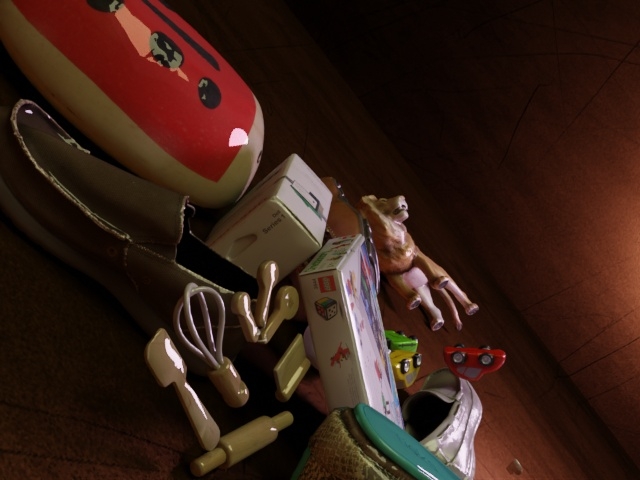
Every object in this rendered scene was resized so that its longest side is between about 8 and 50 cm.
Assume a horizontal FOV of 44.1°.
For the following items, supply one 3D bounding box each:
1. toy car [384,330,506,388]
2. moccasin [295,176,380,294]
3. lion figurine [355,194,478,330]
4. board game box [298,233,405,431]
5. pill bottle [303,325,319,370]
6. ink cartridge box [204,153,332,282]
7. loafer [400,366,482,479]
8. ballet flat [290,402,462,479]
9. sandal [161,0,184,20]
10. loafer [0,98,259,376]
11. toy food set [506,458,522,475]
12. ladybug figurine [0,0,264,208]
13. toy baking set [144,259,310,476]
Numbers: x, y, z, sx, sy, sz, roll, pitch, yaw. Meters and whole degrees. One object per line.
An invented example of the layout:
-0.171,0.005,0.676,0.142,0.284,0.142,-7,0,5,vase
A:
0.150,0.191,1.289,0.239,0.053,0.225,0,6,-24,toy car
0.000,-0.003,1.273,0.380,0.147,0.139,-116,-166,-58,moccasin
0.202,0.060,1.753,0.240,0.142,0.392,52,0,34,lion figurine
0.047,0.160,0.970,0.193,0.053,0.305,-46,125,-74,board game box
0.037,0.142,1.162,0.086,0.086,0.152,53,17,10,pill bottle
-0.075,-0.013,1.070,0.092,0.160,0.219,47,17,-12,ink cartridge box
0.182,0.271,1.222,0.111,0.112,0.319,57,16,-10,loafer
0.167,0.352,0.867,0.483,0.182,0.164,31,9,-16,ballet flat
-0.267,-0.337,1.387,0.167,0.107,0.446,43,2,-2,sandal
-0.191,-0.020,0.827,0.366,0.130,0.134,45,17,-19,loafer
0.350,0.478,1.316,0.218,0.071,0.128,57,-7,15,toy food set
-0.237,-0.223,1.092,0.449,0.162,0.305,37,22,-40,ladybug figurine
-0.087,0.126,0.772,0.256,0.030,0.197,-20,110,-58,toy baking set
